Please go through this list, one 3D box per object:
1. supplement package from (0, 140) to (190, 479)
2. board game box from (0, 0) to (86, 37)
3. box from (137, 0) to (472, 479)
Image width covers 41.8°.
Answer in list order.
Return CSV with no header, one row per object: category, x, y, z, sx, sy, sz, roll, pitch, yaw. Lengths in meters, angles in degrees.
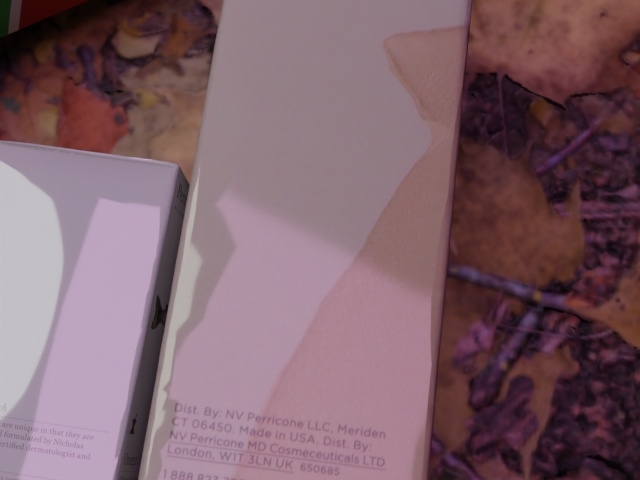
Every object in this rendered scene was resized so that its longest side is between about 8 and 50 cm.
supplement package,-0.131,0.052,0.440,0.105,0.105,0.179,7,76,4
board game box,-0.213,-0.248,0.502,0.316,0.064,0.242,-31,82,-18
box,0.000,0.000,0.431,0.121,0.148,0.311,7,77,3
